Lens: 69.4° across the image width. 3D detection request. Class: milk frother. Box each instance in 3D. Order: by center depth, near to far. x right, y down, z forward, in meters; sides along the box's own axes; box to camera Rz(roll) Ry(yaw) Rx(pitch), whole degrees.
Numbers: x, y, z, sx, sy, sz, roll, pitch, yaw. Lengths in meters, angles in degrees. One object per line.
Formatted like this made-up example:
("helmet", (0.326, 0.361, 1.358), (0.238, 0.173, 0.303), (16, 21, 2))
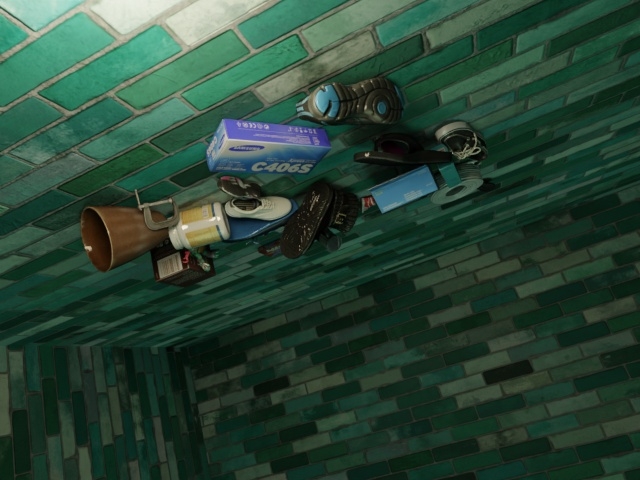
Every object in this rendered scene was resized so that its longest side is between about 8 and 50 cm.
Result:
("milk frother", (0.000, 0.000, 2.190), (0.143, 0.135, 0.129), (-49, 130, -1))

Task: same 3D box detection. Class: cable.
("cable", (0.610, -0.254, 2.107), (0.257, 0.089, 0.257), (-19, 162, 5))

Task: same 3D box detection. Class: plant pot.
("plant pot", (-0.640, -0.027, 1.550), (0.230, 0.215, 0.215), (-19, 168, -46))

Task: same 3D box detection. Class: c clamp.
("c clamp", (-0.536, -0.106, 1.539), (0.022, 0.137, 0.161), (0, -172, 34))

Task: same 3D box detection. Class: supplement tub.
("supplement tub", (-0.444, -0.050, 1.696), (0.200, 0.144, 0.144), (-15, 161, -4))

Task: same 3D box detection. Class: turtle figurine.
("turtle figurine", (-0.465, 0.024, 1.828), (0.118, 0.175, 0.234), (12, -175, 3))

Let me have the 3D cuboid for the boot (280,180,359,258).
("boot", (0.009, -0.062, 1.885), (0.348, 0.131, 0.260), (-57, 149, 10))

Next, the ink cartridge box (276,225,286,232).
("ink cartridge box", (-0.183, -0.061, 2.073), (0.048, 0.028, 0.083), (-25, 159, 22))

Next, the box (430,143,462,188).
("box", (0.514, -0.300, 1.876), (0.060, 0.100, 0.244), (-24, 161, 19))

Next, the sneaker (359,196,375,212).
("sneaker", (0.215, -0.162, 2.104), (0.067, 0.042, 0.118), (-12, 159, -3))

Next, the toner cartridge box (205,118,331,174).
("toner cartridge box", (-0.154, -0.276, 1.407), (0.348, 0.075, 0.165), (-4, 156, -34))

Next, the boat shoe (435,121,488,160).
("boat shoe", (0.538, -0.355, 1.729), (0.113, 0.105, 0.306), (-29, 158, 33))

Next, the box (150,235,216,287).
("box", (-0.574, 0.084, 1.932), (0.168, 0.167, 0.203), (-22, 161, 14))

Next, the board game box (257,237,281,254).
("board game box", (-0.160, 0.012, 2.307), (0.281, 0.027, 0.145), (-22, 160, 16))

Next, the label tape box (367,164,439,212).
("label tape box", (0.341, -0.201, 1.852), (0.241, 0.106, 0.334), (-23, 179, 17))

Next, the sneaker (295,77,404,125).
("sneaker", (0.090, -0.385, 1.298), (0.341, 0.125, 0.140), (-7, -173, -34))

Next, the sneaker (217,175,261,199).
("sneaker", (-0.292, -0.170, 1.610), (0.077, 0.072, 0.178), (-17, 159, 36))

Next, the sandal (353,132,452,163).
("sandal", (0.283, -0.317, 1.613), (0.446, 0.107, 0.167), (-8, -172, -39))

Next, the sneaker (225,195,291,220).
("sneaker", (-0.224, -0.125, 1.737), (0.258, 0.094, 0.091), (-7, 173, -24))

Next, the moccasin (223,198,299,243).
("moccasin", (-0.241, -0.054, 1.866), (0.342, 0.137, 0.117), (-16, 154, 0))

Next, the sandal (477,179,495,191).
("sandal", (0.789, -0.280, 2.283), (0.179, 0.040, 0.067), (7, 148, -20))
